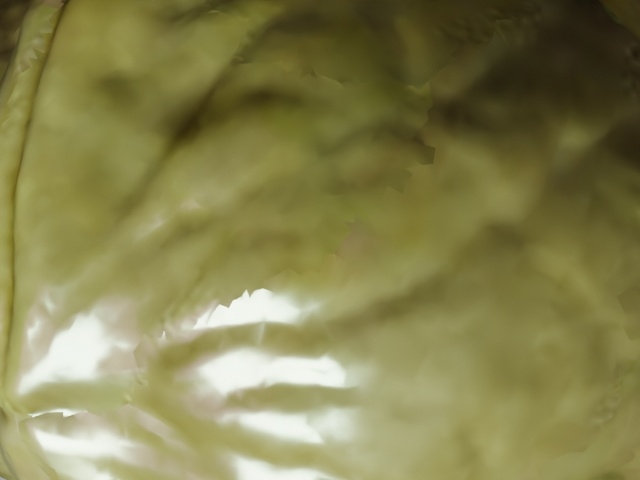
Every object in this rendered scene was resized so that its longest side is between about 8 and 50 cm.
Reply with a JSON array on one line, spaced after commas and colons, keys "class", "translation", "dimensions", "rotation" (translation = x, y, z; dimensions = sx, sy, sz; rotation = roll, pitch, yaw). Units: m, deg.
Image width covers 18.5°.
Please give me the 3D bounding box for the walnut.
[{"class": "walnut", "translation": [0.000, 0.000, 0.504], "dimensions": [0.228, 0.228, 0.228], "rotation": [29, 141, 27]}]
